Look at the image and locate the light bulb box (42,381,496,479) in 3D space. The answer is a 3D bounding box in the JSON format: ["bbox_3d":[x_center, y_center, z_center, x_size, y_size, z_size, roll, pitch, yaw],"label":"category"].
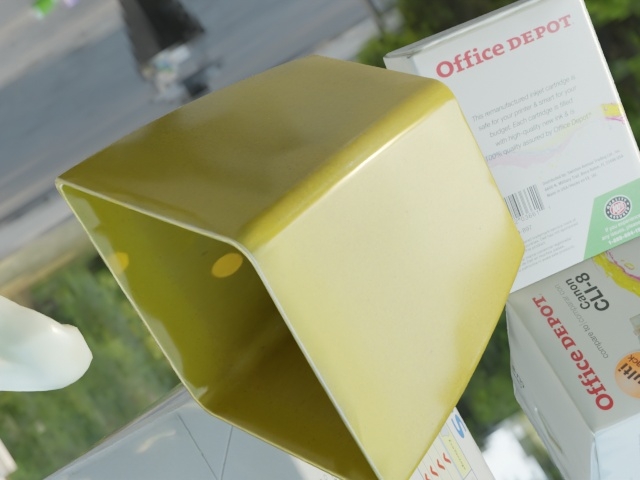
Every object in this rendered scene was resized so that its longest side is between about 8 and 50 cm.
[{"bbox_3d":[-0.003,0.260,1.493,0.225,0.358,0.361,-29,180,21],"label":"light bulb box"}]

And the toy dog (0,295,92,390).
[{"bbox_3d":[-0.373,0.152,0.817,0.395,0.284,0.408,8,-114,37],"label":"toy dog"}]

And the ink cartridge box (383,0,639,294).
[{"bbox_3d":[0.164,-0.082,1.426,0.154,0.212,0.093,-23,-170,-10],"label":"ink cartridge box"}]

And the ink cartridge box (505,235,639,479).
[{"bbox_3d":[0.227,0.082,1.164,0.176,0.128,0.127,-24,141,-8],"label":"ink cartridge box"}]

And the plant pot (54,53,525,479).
[{"bbox_3d":[0.000,0.000,1.103,0.187,0.212,0.212,-44,-145,-21],"label":"plant pot"}]
